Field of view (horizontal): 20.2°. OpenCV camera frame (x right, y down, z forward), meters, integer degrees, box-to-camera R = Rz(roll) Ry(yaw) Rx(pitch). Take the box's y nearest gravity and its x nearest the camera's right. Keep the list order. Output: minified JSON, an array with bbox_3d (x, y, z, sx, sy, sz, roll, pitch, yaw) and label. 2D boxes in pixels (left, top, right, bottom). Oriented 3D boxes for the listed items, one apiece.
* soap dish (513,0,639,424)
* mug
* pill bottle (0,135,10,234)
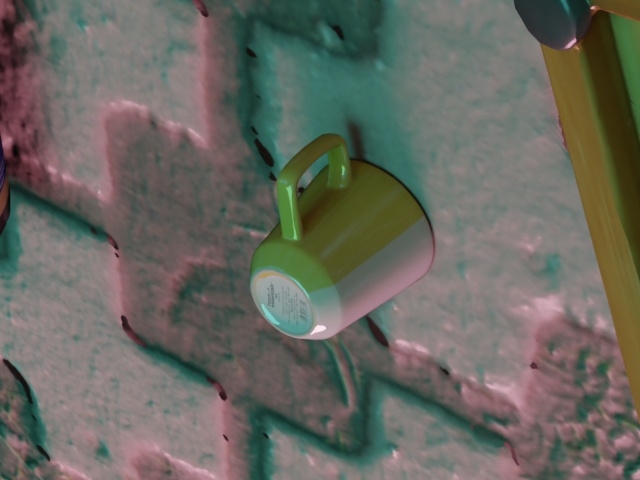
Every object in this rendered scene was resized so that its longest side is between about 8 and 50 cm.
[{"bbox_3d":[0.167,0.025,0.419,0.229,0.118,0.291,29,145,53],"label":"soap dish"},{"bbox_3d":[-0.001,0.003,0.743,0.078,0.064,0.062,55,143,-8],"label":"mug"},{"bbox_3d":[-0.216,-0.090,0.822,0.123,0.123,0.219,24,136,28],"label":"pill bottle"}]
